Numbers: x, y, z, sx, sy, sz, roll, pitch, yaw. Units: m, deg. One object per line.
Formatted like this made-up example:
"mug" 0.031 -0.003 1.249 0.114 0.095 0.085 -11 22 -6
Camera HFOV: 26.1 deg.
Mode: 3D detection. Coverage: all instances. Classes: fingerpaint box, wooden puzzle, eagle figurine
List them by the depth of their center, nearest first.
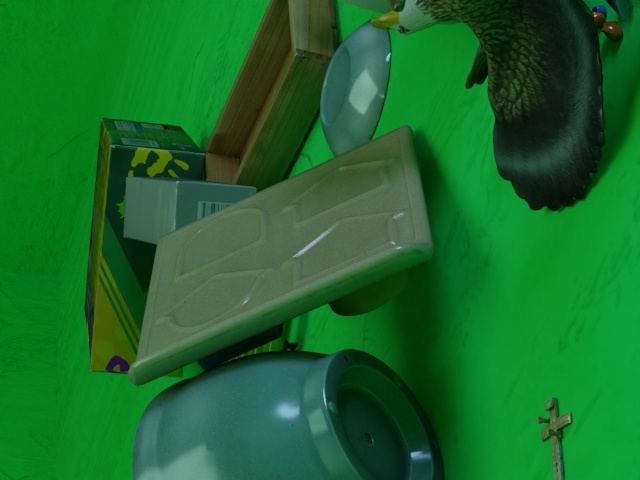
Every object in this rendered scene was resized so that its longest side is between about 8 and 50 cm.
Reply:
"eagle figurine" 0.151 -0.199 1.161 0.225 0.298 0.226 20 74 50
"wooden puzzle" -0.031 0.023 1.451 0.080 0.322 0.348 62 -168 -21
"fingerpaint box" -0.309 -0.002 2.381 0.445 0.163 0.371 -138 54 -75

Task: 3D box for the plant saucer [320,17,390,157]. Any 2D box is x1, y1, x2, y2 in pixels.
"plant saucer" 0.035 -0.192 1.761 0.195 0.037 0.195 -170 90 -72

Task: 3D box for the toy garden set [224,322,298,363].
"toy garden set" -0.073 0.094 1.910 0.244 0.049 0.204 173 105 -72

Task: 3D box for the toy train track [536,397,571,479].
"toy train track" 0.188 0.168 1.127 0.048 0.014 0.083 128 147 -54

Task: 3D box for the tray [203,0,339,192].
"tray" -0.079 -0.189 2.044 0.411 0.076 0.203 121 154 -44

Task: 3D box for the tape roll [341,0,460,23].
"tape roll" 0.060 -0.344 1.439 0.246 0.246 0.169 -117 42 -62

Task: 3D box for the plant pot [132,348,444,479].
"plant pot" -0.008 0.223 1.325 0.196 0.293 0.293 -35 41 28

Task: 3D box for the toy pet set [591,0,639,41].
"toy pet set" 0.239 -0.218 1.117 0.114 0.065 0.122 -107 33 -55

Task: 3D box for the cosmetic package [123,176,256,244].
"cosmetic package" -0.194 -0.040 2.003 0.238 0.127 0.107 -176 89 -66
